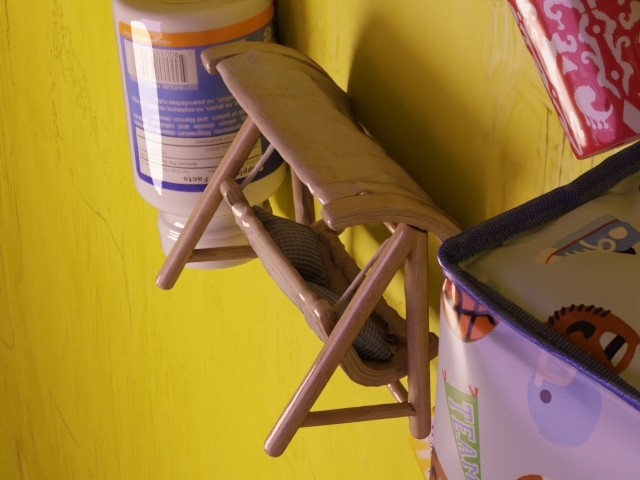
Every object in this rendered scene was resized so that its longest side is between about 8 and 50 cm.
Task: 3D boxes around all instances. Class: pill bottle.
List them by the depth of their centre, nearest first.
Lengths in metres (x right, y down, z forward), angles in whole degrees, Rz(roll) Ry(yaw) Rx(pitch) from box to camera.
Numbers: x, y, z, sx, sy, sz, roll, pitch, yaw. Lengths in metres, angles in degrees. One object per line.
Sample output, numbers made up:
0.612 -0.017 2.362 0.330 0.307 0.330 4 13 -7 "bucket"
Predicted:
-0.110 -0.116 1.777 0.152 0.152 0.272 -136 35 -54 "pill bottle"

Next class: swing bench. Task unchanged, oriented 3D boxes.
0.000 0.000 1.558 0.253 0.165 0.254 54 139 45 "swing bench"

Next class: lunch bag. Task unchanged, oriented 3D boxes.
0.236 0.185 1.001 0.385 0.239 0.328 37 140 34 "lunch bag"

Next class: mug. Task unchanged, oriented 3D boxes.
0.170 -0.144 1.092 0.169 0.113 0.150 70 161 2 "mug"

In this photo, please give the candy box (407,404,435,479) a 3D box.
0.128 0.175 1.551 0.206 0.027 0.105 120 133 -62 "candy box"
